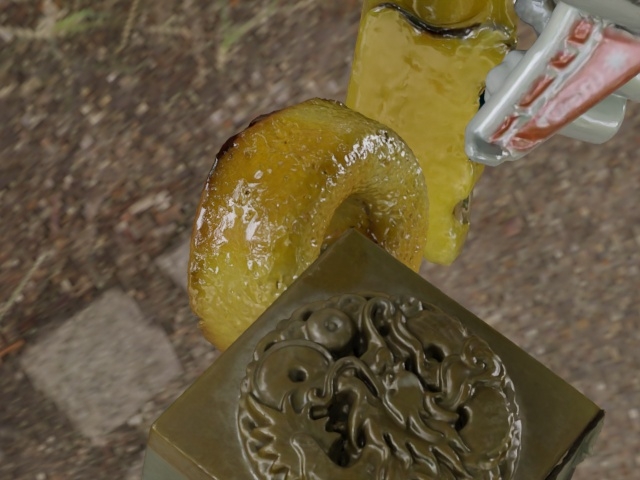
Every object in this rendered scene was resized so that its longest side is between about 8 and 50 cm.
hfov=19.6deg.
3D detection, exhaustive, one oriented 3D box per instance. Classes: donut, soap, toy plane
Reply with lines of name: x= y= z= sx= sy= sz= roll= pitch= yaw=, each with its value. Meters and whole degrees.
donut: x=0.000 y=0.000 z=0.954 sx=0.152 sy=0.058 sz=0.152 roll=-26 pitch=123 yaw=-48
soap: x=0.076 y=-0.158 z=1.242 sx=0.096 sy=0.204 sz=0.324 roll=11 pitch=42 yaw=0
toy plane: x=0.125 y=-0.142 z=0.770 sx=0.252 sy=0.252 sz=0.118 roll=3 pitch=33 yaw=-28

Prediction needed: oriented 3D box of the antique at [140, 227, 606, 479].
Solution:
antique: x=0.021 y=0.104 z=0.817 sx=0.152 sy=0.148 sz=0.147 roll=36 pitch=58 yaw=14
